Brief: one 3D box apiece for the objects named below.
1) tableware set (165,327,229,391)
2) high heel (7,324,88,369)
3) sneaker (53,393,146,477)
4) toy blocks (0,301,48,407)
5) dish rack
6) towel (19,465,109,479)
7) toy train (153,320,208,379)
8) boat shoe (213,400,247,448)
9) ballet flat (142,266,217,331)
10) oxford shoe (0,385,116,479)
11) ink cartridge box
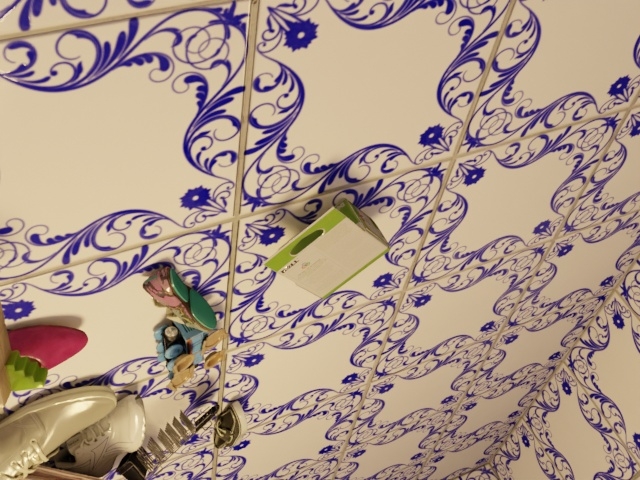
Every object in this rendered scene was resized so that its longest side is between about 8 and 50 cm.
[{"bbox_3d":[-0.260,0.257,1.740,0.169,0.020,0.141,-33,155,-25],"label":"tableware set"},{"bbox_3d":[-0.590,0.278,1.467,0.377,0.181,0.127,-18,147,-21],"label":"high heel"},{"bbox_3d":[-0.504,0.457,1.879,0.129,0.111,0.297,15,127,-44],"label":"sneaker"},{"bbox_3d":[-0.621,0.125,1.182,0.382,0.190,0.260,-7,110,-6],"label":"toy blocks"},{"bbox_3d":[-0.362,0.477,1.978,0.271,0.074,0.208,-40,-177,-10],"label":"dish rack"},{"bbox_3d":[-0.530,0.589,1.925,0.317,0.053,0.332,4,157,23],"label":"towel"},{"bbox_3d":[-0.295,0.230,1.756,0.105,0.080,0.184,-24,149,-22],"label":"toy train"},{"bbox_3d":[-0.246,0.505,2.190,0.070,0.077,0.219,-16,148,-25],"label":"boat shoe"},{"bbox_3d":[-0.285,0.123,1.625,0.079,0.076,0.221,-16,146,12],"label":"ballet flat"},{"bbox_3d":[-0.636,0.443,1.723,0.449,0.130,0.169,-24,147,-13],"label":"oxford shoe"},{"bbox_3d":[0.000,0.000,1.658,0.189,0.097,0.255,-38,147,12],"label":"ink cartridge box"}]
